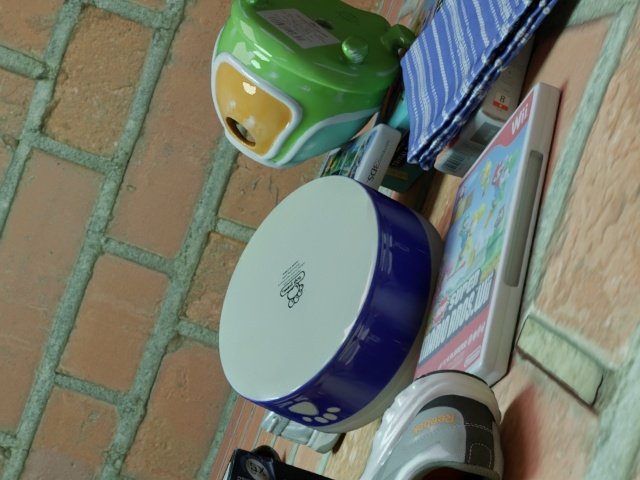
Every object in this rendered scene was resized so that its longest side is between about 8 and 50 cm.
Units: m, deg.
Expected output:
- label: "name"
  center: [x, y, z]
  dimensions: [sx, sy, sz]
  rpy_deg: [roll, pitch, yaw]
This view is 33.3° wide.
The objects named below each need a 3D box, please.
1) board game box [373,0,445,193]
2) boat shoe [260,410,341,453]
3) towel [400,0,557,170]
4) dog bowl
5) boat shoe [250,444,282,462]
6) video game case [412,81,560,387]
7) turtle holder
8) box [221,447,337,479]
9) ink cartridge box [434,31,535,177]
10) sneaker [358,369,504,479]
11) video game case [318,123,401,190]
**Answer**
- label: "board game box"
  center: [0.157, -0.235, 1.453]
  dimensions: [0.336, 0.079, 0.254]
  rpy_deg: [127, 161, -72]
- label: "boat shoe"
  center: [0.019, 0.117, 1.424]
  dimensions: [0.118, 0.103, 0.320]
  rpy_deg: [157, 133, -82]
- label: "towel"
  center: [0.180, -0.260, 1.128]
  dimensions: [0.336, 0.040, 0.243]
  rpy_deg: [-54, 21, 32]
- label: "dog bowl"
  center: [0.009, 0.067, 1.158]
  dimensions: [0.265, 0.104, 0.265]
  rpy_deg: [-34, 42, 37]
- label: "boat shoe"
  center: [-0.102, 0.391, 1.726]
  dimensions: [0.228, 0.081, 0.069]
  rpy_deg: [-103, 30, -84]
- label: "video game case"
  center: [0.145, 0.021, 0.979]
  dimensions: [0.204, 0.025, 0.285]
  rpy_deg: [120, 168, -61]
- label: "turtle holder"
  center: [-0.023, -0.239, 1.477]
  dimensions: [0.320, 0.243, 0.227]
  rpy_deg: [-75, 10, -60]
- label: "box"
  center: [-0.059, 0.340, 1.189]
  dimensions: [0.077, 0.147, 0.180]
  rpy_deg: [-82, 12, -64]
- label: "ink cartridge box"
  center: [0.185, -0.176, 1.178]
  dimensions: [0.145, 0.045, 0.179]
  rpy_deg: [124, 162, -66]
- label: "sneaker"
  center: [0.054, 0.228, 0.790]
  dimensions: [0.108, 0.100, 0.271]
  rpy_deg: [-97, 27, -66]
- label: "video game case"
  center: [0.000, 0.000, 1.462]
  dimensions: [0.300, 0.036, 0.329]
  rpy_deg: [-66, 9, -5]
